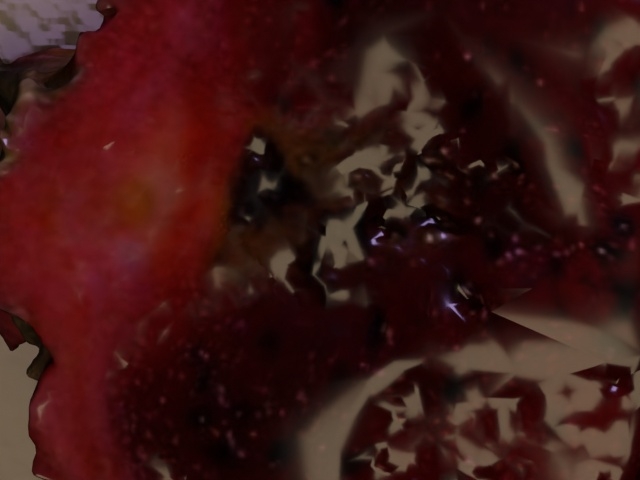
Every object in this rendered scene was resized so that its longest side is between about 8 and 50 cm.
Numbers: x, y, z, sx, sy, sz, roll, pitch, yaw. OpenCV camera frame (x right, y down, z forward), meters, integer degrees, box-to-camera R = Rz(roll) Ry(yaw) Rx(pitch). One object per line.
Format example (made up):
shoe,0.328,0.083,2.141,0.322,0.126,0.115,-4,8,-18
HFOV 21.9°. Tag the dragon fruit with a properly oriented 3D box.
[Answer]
dragon fruit,0.000,0.000,0.432,0.211,0.134,0.262,13,89,2
